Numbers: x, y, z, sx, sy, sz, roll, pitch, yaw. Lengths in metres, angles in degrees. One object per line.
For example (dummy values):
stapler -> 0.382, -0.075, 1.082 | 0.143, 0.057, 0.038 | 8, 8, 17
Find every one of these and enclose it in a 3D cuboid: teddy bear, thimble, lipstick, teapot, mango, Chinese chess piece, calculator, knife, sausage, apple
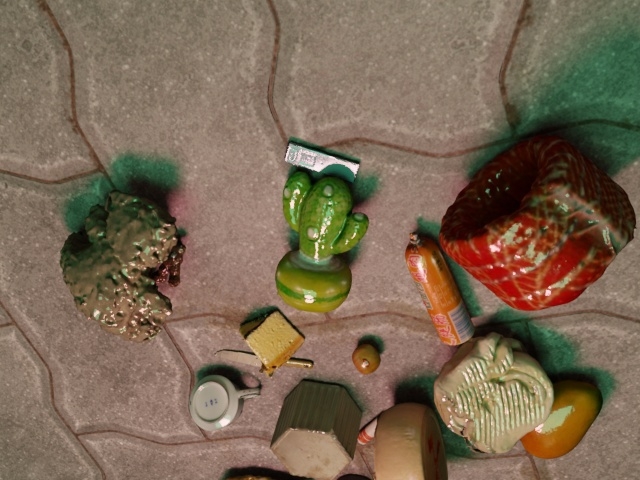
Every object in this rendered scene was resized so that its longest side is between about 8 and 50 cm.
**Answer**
teddy bear -> -0.468, 0.048, 1.801 | 0.367, 0.224, 0.357 | -40, 82, 20
thimble -> 0.428, -0.038, 1.461 | 0.230, 0.350, 0.350 | 40, 124, -14
lipstick -> 0.156, 0.550, 2.122 | 0.038, 0.038, 0.131 | 33, 126, -9
teapot -> -0.287, 0.475, 2.135 | 0.232, 0.159, 0.159 | -21, 117, 15
mango -> 0.607, 0.456, 1.881 | 0.175, 0.139, 0.254 | 16, 119, -13
Chinese chess piece -> 0.247, 0.609, 1.953 | 0.140, 0.338, 0.338 | -8, 122, 18
calculator -> 0.002, -0.179, 1.664 | 0.172, 0.018, 0.057 | 17, 128, 2
knife -> -0.166, 0.345, 2.076 | 0.297, 0.017, 0.047 | 6, 132, 10
teddy bear -> -0.391, 0.036, 1.889 | 0.119, 0.078, 0.160 | 11, 112, 34
sausage -> 0.279, 0.109, 1.749 | 0.093, 0.093, 0.312 | -15, 119, 24
apple -> 0.124, 0.315, 1.941 | 0.071, 0.084, 0.084 | -32, 112, 13

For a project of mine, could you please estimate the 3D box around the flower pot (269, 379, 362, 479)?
flower pot -> -0.010, 0.539, 2.064 | 0.239, 0.190, 0.209 | 8, 125, 9

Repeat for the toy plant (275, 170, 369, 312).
toy plant -> 0.000, 0.000, 1.705 | 0.224, 0.184, 0.316 | 21, 120, 26

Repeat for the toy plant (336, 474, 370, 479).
toy plant -> 0.069, 0.914, 2.174 | 0.185, 0.400, 0.279 | 21, 127, 2

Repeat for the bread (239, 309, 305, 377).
bread -> -0.136, 0.271, 1.991 | 0.152, 0.127, 0.147 | -37, 110, -3

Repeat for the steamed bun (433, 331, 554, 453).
steamed bun -> 0.426, 0.374, 1.840 | 0.268, 0.207, 0.280 | 43, 93, -6

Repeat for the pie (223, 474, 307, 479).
pie -> -0.163, 0.943, 2.399 | 0.395, 0.180, 0.418 | -4, 130, 16
